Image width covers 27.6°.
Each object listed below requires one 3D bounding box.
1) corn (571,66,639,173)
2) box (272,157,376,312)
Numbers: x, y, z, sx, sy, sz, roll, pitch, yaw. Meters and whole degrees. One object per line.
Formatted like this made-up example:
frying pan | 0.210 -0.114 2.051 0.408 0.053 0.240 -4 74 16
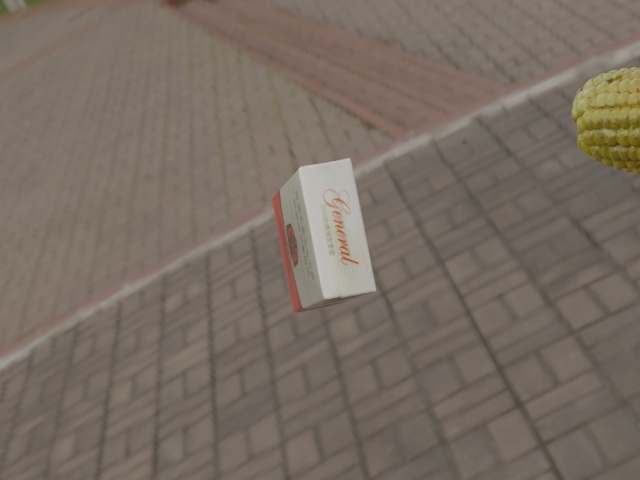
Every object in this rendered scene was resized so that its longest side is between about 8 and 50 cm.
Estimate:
corn | 0.296 -0.082 0.895 0.248 0.081 0.081 5 36 32
box | 0.000 0.000 1.001 0.048 0.100 0.152 -8 -5 -8
